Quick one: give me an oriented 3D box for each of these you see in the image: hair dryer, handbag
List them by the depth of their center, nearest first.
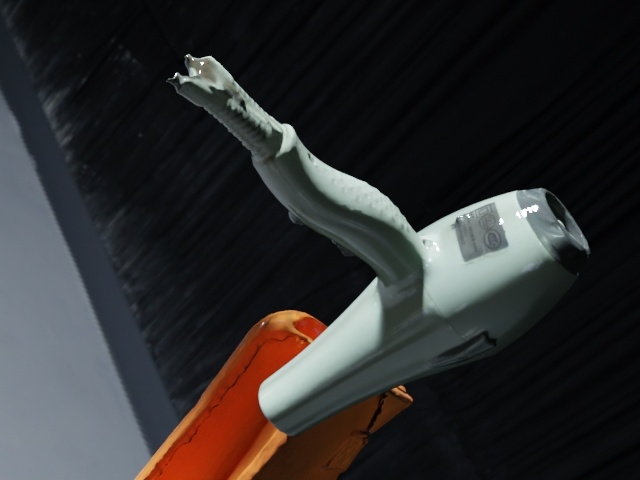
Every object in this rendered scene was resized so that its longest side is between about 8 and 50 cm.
[{"bbox_3d":[-0.007,0.028,0.513,0.267,0.229,0.092,19,37,-24],"label":"hair dryer"},{"bbox_3d":[-0.087,0.282,0.979,0.116,0.410,0.303,38,-1,26],"label":"handbag"}]
